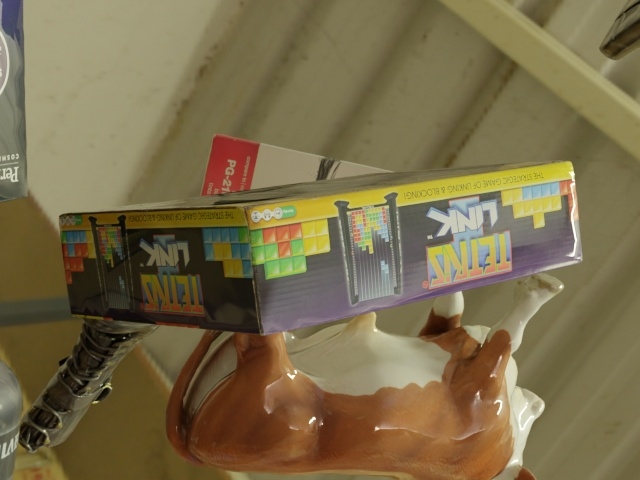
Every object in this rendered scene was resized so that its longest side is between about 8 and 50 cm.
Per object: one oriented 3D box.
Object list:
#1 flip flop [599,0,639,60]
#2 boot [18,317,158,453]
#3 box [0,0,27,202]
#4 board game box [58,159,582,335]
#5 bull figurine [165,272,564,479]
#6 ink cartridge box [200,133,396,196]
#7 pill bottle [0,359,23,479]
[{"bbox_3d":[0.304,-0.182,0.891,0.080,0.112,0.277,41,-23,-15],"label":"flip flop"},{"bbox_3d":[-0.248,0.136,1.303,0.091,0.263,0.229,39,-84,5],"label":"boot"},{"bbox_3d":[-0.238,-0.094,0.487,0.103,0.261,0.184,9,-77,24],"label":"box"},{"bbox_3d":[0.000,0.000,0.510,0.141,0.170,0.048,2,-81,52],"label":"board game box"},{"bbox_3d":[0.053,0.092,0.815,0.101,0.310,0.188,43,-58,52],"label":"bull figurine"},{"bbox_3d":[-0.018,-0.040,1.430,0.237,0.172,0.100,12,-96,-2],"label":"ink cartridge box"},{"bbox_3d":[-0.233,0.135,0.654,0.130,0.130,0.246,15,-81,36],"label":"pill bottle"}]
